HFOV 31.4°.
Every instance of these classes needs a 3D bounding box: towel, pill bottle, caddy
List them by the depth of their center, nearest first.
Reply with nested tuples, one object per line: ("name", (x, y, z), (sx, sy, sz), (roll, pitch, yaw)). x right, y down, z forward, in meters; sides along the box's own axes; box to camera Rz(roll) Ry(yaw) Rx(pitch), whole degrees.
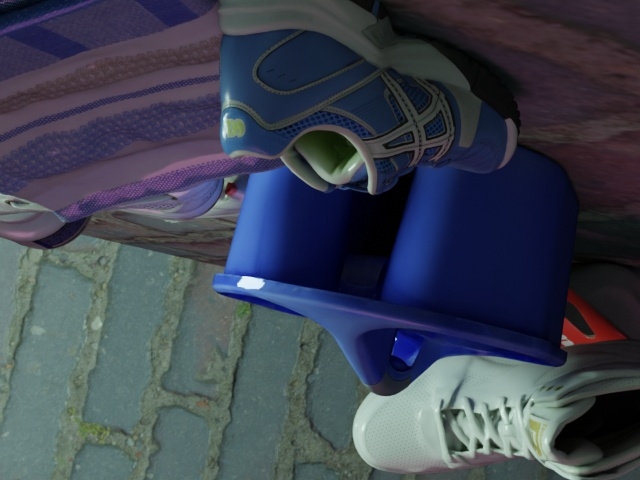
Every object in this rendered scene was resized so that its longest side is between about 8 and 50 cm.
("towel", (-0.118, -0.069, 0.615), (0.209, 0.034, 0.285), (-14, 167, 13))
("caddy", (0.065, 0.028, 0.851), (0.241, 0.179, 0.341), (11, 175, 19))
("pill bottle", (-0.295, -0.051, 1.150), (0.112, 0.112, 0.186), (12, 175, -3))
("pill bottle", (0.267, 0.094, 1.317), (0.136, 0.136, 0.246), (13, 174, -18))

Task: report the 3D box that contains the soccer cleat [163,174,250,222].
("soccer cleat", (-0.094, -0.046, 1.029), (0.076, 0.068, 0.196), (12, 173, -37))

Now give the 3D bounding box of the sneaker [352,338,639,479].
("sneaker", (0.160, 0.147, 0.958), (0.293, 0.108, 0.169), (-14, -179, 9))

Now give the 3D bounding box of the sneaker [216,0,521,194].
("sneaker", (0.023, -0.059, 0.542), (0.080, 0.081, 0.211), (5, 173, 42))

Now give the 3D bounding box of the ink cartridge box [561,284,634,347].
("ink cartridge box", (0.176, 0.093, 1.125), (0.296, 0.066, 0.261), (40, 162, -11))

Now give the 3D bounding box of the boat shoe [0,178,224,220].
("boat shoe", (-0.216, -0.071, 0.904), (0.277, 0.098, 0.096), (3, 175, -2))
